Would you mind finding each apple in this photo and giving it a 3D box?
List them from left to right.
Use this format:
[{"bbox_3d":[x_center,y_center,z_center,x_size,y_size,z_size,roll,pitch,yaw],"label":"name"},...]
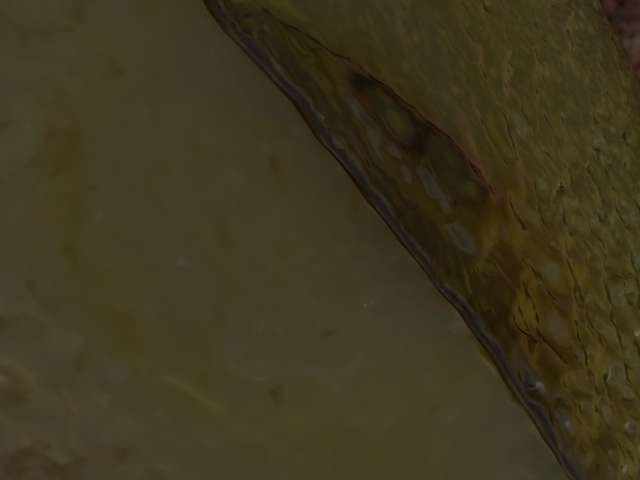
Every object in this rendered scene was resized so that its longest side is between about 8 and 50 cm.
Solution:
[{"bbox_3d":[0.000,0.000,0.484,0.254,0.179,0.346,-42,107,-10],"label":"apple"}]
